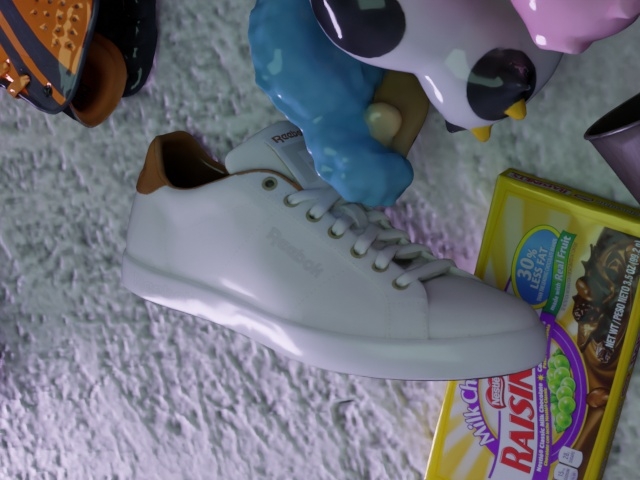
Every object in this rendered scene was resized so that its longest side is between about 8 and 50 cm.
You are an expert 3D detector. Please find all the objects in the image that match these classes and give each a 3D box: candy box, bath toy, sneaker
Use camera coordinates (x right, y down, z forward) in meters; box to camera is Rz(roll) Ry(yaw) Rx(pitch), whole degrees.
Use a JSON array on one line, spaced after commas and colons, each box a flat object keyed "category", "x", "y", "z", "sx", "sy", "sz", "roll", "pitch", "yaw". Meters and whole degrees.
[{"category": "candy box", "x": 0.132, "y": 0.069, "z": 0.961, "sx": 0.105, "sy": 0.027, "sz": 0.205, "roll": 20, "pitch": 112, "yaw": 23}, {"category": "bath toy", "x": 0.102, "y": -0.140, "z": 0.803, "sx": 0.348, "sy": 0.151, "sz": 0.129, "roll": -37, "pitch": 51, "yaw": 50}, {"category": "sneaker", "x": -0.225, "y": -0.106, "z": 1.023, "sx": 0.180, "sy": 0.124, "sz": 0.321, "roll": 42, "pitch": 117, "yaw": 10}, {"category": "sneaker", "x": 0.000, "y": 0.000, "z": 0.947, "sx": 0.290, "sy": 0.106, "sz": 0.123, "roll": 15, "pitch": 107, "yaw": 30}]

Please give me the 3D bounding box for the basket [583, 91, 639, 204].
[{"category": "basket", "x": 0.274, "y": 0.000, "z": 0.809, "sx": 0.204, "sy": 0.154, "sz": 0.226, "roll": -26, "pitch": 96, "yaw": 25}]
